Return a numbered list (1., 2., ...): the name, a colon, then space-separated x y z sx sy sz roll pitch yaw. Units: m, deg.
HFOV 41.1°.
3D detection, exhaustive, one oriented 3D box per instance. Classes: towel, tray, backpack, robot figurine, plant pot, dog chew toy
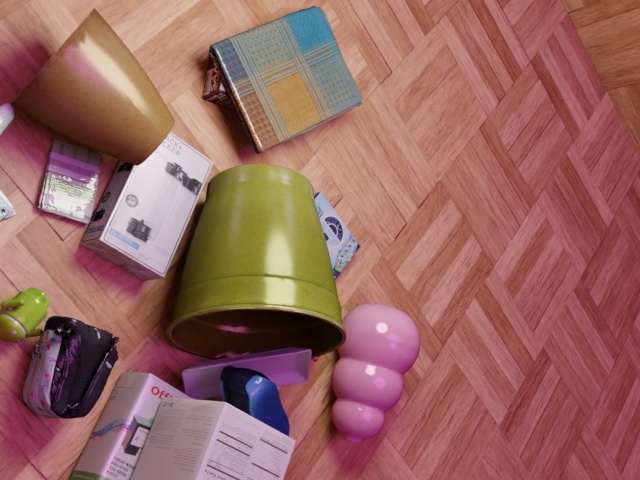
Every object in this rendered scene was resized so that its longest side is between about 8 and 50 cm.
1. towel: -0.074 -0.387 2.013 0.370 0.040 0.272 -33 102 -39
2. tray: -0.156 0.277 1.806 0.270 0.145 0.030 -8 54 -10
3. backpack: -0.476 0.245 1.604 0.152 0.115 0.182 29 66 -46
4. robot figurine: -0.556 0.141 1.585 0.115 0.067 0.101 -53 149 -34
5. towel: -0.501 -0.118 1.709 0.113 0.023 0.152 20 68 -40
6. plant pot: -0.129 0.041 1.818 0.366 0.366 0.353 20 59 -37
7. dog chew toy: 0.119 0.324 2.067 0.206 0.206 0.332 25 75 -36
8. plant pot: -0.412 -0.271 1.640 0.254 0.237 0.237 40 59 -20

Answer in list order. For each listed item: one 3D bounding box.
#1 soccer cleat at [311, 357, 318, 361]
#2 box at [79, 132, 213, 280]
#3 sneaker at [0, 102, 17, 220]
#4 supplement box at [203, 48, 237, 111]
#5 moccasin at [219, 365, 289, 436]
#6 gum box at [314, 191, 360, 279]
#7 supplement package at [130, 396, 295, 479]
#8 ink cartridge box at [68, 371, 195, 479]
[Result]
1. soccer cleat: -0.086 0.263 1.987 0.196 0.068 0.076 -11 60 -34
2. box: -0.357 -0.082 1.780 0.169 0.087 0.290 36 61 -32
3. sneaker: -0.604 -0.120 1.564 0.151 0.094 0.256 38 70 -24
4. supplement box: -0.153 -0.361 2.012 0.239 0.073 0.130 16 72 -38
5. moccasin: -0.143 0.375 1.824 0.137 0.116 0.342 -42 146 -38
6. gum box: 0.000 0.000 2.110 0.184 0.041 0.157 53 54 -21
7. supplement package: -0.214 0.455 1.589 0.198 0.199 0.263 37 61 -35
8. ink cartridge box: -0.348 0.426 1.689 0.201 0.117 0.278 39 60 -30
